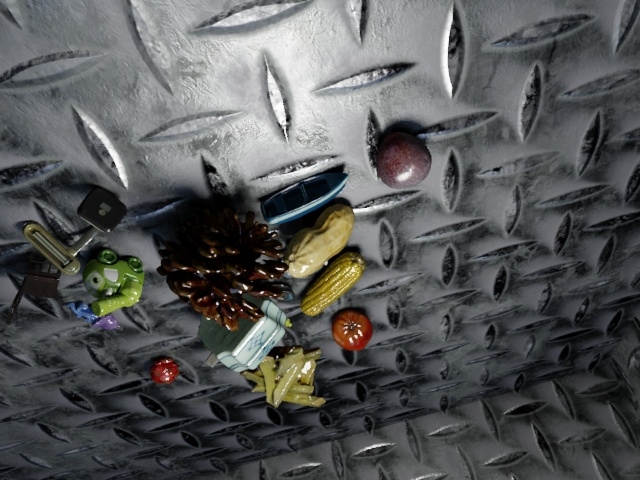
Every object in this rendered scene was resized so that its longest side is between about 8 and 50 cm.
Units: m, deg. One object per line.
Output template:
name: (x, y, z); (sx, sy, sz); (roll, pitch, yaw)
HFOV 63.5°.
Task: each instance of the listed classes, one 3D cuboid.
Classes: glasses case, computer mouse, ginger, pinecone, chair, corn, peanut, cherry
glasses case: (-0.401, 0.438, 2.095); (0.047, 0.071, 0.205); (36, 130, -4)
computer mouse: (-0.163, 0.198, 2.021); (0.135, 0.047, 0.079); (13, 139, -14)
ginger: (-0.156, 0.662, 2.431); (0.413, 0.211, 0.358); (22, 125, -35)
pinecone: (-0.281, 0.080, 1.608); (0.398, 0.397, 0.397); (-9, 139, -8)
chair: (-0.885, 0.158, 1.610); (0.113, 0.229, 0.106); (13, 133, -26)
corn: (0.044, 0.168, 1.999); (0.120, 0.120, 0.363); (20, 130, -34)
peanut: (0.000, 0.000, 1.729); (0.305, 0.147, 0.147); (-39, 142, -14)
cherry: (0.255, -0.243, 1.578); (0.176, 0.140, 0.176); (2, 134, 2)

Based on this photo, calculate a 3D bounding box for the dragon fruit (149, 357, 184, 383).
dragon fruit: (-0.674, 0.562, 2.231); (0.121, 0.130, 0.142); (-40, 144, -23)

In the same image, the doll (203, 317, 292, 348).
doll: (-0.326, 0.396, 2.153); (0.346, 0.099, 0.341); (23, 128, -30)

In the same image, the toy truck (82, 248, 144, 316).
toy truck: (-0.671, 0.150, 1.702); (0.187, 0.210, 0.148); (5, 139, -49)

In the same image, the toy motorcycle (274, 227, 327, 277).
toy motorcycle: (-0.056, 0.057, 1.862); (0.221, 0.102, 0.150); (-39, 114, 21)

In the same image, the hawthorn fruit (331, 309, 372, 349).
hawthorn fruit: (0.141, 0.396, 2.258); (0.179, 0.179, 0.200); (-18, 160, 3)

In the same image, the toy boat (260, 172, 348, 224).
toy boat: (-0.044, -0.138, 1.643); (0.299, 0.096, 0.062); (-24, 147, 5)

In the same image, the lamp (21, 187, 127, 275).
lamp: (-0.732, -0.054, 1.531); (0.203, 0.124, 0.283); (40, 121, -21)

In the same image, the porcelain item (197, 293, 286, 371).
porcelain item: (-0.286, 0.315, 1.897); (0.286, 0.281, 0.157); (-50, 134, -10)

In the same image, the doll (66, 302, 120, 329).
doll: (-0.827, 0.276, 1.892); (0.110, 0.067, 0.206); (-29, 129, 36)

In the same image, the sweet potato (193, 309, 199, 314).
sweet potato: (-0.477, 0.264, 2.010); (0.034, 0.034, 0.095); (4, 147, -21)
